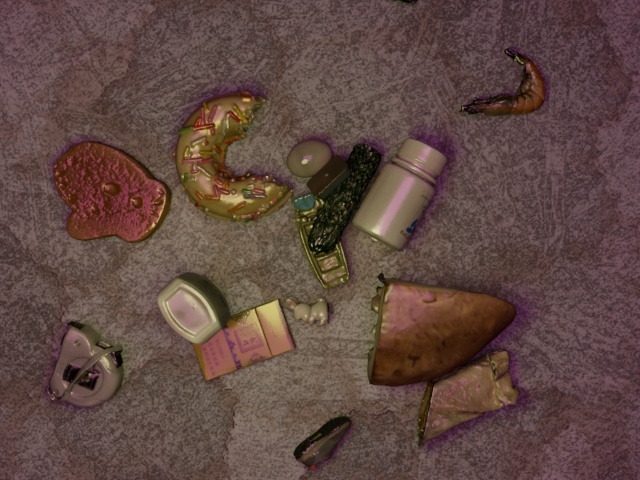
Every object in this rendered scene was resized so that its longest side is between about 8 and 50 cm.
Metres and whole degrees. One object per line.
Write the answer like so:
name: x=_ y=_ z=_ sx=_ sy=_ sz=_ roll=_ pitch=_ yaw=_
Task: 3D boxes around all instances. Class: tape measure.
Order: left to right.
tape measure: x=-0.663 y=0.374 z=1.948 sx=0.197 sy=0.120 sz=0.236 roll=21 pitch=95 yaw=-1

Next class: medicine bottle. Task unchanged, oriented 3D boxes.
medicine bottle: x=-0.330 y=0.173 z=1.837 sx=0.124 sy=0.324 sz=0.179 roll=-42 pitch=92 yaw=1
medicine bottle: x=0.224 y=-0.129 z=1.906 sx=0.170 sy=0.170 sz=0.292 roll=29 pitch=91 yaw=0

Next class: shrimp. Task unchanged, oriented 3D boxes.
shrimp: x=0.514 y=-0.451 z=1.967 sx=0.262 sy=0.051 sz=0.198 roll=-10 pitch=83 yaw=-2

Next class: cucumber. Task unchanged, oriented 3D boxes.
cucumber: x=0.062 y=-0.104 z=1.891 sx=0.096 sy=0.096 sz=0.359 roll=26 pitch=71 yaw=0

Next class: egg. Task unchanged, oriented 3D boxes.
egg: x=-0.031 y=-0.234 z=1.941 sx=0.135 sy=0.103 sz=0.103 roll=-26 pitch=90 yaw=-5

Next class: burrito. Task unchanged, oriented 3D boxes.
burrito: x=0.398 y=0.437 z=1.944 sx=0.348 sy=0.107 sz=0.175 roll=-25 pitch=75 yaw=-1

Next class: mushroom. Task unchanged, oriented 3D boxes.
mushroom: x=0.335 y=0.264 z=1.882 sx=0.398 sy=0.224 sz=0.313 roll=6 pitch=88 yaw=0

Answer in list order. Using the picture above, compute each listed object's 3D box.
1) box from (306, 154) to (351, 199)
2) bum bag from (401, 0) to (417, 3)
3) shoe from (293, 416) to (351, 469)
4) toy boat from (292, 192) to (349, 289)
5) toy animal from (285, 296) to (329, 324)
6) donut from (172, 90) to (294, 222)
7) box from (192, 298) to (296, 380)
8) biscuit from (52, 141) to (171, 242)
box: x=0.025 y=-0.173 z=1.886 sx=0.126 sy=0.091 sz=0.031 roll=-43 pitch=125 yaw=6
bum bag: x=0.204 y=-0.735 z=1.963 sx=0.198 sy=0.049 sz=0.087 roll=11 pitch=86 yaw=1
shoe: x=0.018 y=0.584 z=1.968 sx=0.194 sy=0.074 sz=0.077 roll=-37 pitch=102 yaw=3
toy boat: x=-0.001 y=-0.001 z=1.957 sx=0.111 sy=0.084 sz=0.276 roll=-21 pitch=93 yaw=-2
toy animal: x=-0.036 y=0.205 z=1.960 sx=0.125 sy=0.071 sz=0.085 roll=-2 pitch=91 yaw=1
donut: x=-0.261 y=-0.228 z=1.921 sx=0.308 sy=0.150 sz=0.370 roll=-17 pitch=91 yaw=1
box: x=-0.226 y=0.288 z=1.980 sx=0.279 sy=0.041 sz=0.153 roll=-20 pitch=89 yaw=1
biscuit: x=-0.617 y=-0.119 z=1.972 sx=0.344 sy=0.057 sz=0.287 roll=32 pitch=90 yaw=0
